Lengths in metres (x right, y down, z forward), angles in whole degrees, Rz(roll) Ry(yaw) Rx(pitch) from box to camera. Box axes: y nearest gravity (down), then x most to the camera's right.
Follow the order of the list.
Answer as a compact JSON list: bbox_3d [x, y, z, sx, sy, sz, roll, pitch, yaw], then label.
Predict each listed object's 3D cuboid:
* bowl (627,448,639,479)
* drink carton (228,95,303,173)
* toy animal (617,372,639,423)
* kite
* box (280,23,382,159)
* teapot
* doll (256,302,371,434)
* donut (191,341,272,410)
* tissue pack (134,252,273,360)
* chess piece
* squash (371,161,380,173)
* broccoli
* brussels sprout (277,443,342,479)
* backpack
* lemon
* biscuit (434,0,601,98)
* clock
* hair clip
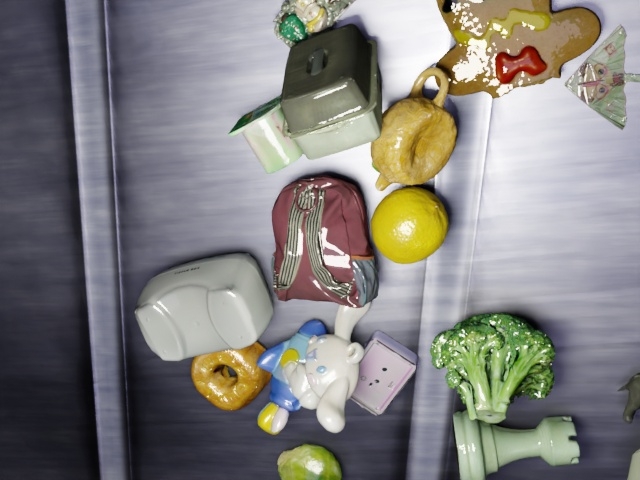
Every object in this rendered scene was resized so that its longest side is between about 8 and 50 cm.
[{"bbox_3d":[0.859,0.554,1.782,0.211,0.211,0.112,2,67,14],"label":"bowl"},{"bbox_3d":[-0.115,-0.251,1.761,0.144,0.146,0.142,-25,109,21],"label":"drink carton"},{"bbox_3d":[0.849,0.406,1.754,0.245,0.114,0.146,17,113,8],"label":"toy animal"},{"bbox_3d":[0.664,-0.354,1.591,0.250,0.012,0.229,-1,110,13],"label":"kite"},{"bbox_3d":[0.026,-0.330,1.607,0.220,0.291,0.166,-16,132,19],"label":"box"},{"bbox_3d":[0.200,-0.250,1.670,0.167,0.203,0.311,40,117,46],"label":"teapot"},{"bbox_3d":[-0.030,0.332,1.875,0.365,0.376,0.187,-29,107,41],"label":"doll"},{"bbox_3d":[-0.249,0.360,2.020,0.226,0.114,0.227,5,110,14],"label":"donut"},{"bbox_3d":[-0.294,0.163,1.904,0.333,0.236,0.230,-13,114,18],"label":"tissue pack"},{"bbox_3d":[0.496,0.522,1.861,0.299,0.194,0.195,-7,107,7],"label":"chess piece"},{"bbox_3d":[0.162,-0.167,1.776,0.089,0.027,0.027,36,114,-4],"label":"squash"},{"bbox_3d":[0.416,0.314,1.762,0.307,0.275,0.308,9,142,7],"label":"broccoli"},{"bbox_3d":[-0.030,0.657,2.054,0.180,0.144,0.162,-6,130,39],"label":"brussels sprout"},{"bbox_3d":[0.000,0.000,1.777,0.283,0.197,0.317,2,106,27],"label":"backpack"},{"bbox_3d":[0.207,-0.033,1.732,0.178,0.178,0.203,46,125,-4],"label":"lemon"},{"bbox_3d":[0.395,-0.513,1.569,0.368,0.076,0.394,-12,105,19],"label":"biscuit"},{"bbox_3d":[0.151,0.353,1.936,0.144,0.073,0.193,33,113,1],"label":"clock"},{"bbox_3d":[0.016,-0.559,1.639,0.138,0.091,0.321,44,112,-1],"label":"hair clip"}]
